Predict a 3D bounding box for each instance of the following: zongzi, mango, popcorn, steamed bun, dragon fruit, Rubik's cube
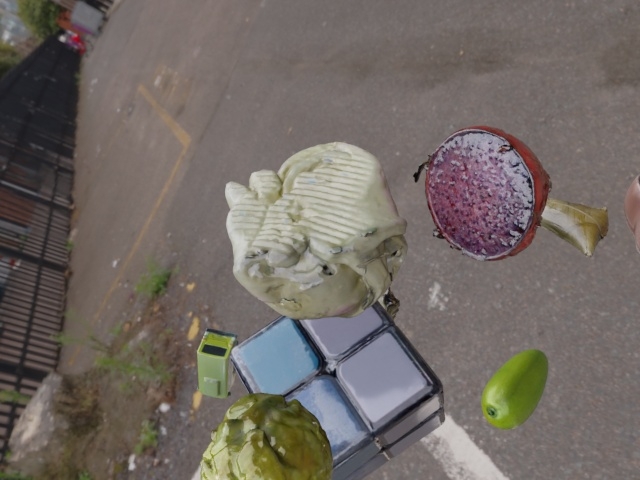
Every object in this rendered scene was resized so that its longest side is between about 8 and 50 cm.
[{"bbox_3d":[0.675,-0.032,1.635,0.195,0.099,0.197,16,43,28],"label":"zongzi"},{"bbox_3d":[0.681,0.504,2.052,0.343,0.192,0.156,-39,34,-27],"label":"mango"},{"bbox_3d":[-0.081,0.307,0.826,0.213,0.198,0.197,-6,63,41],"label":"popcorn"},{"bbox_3d":[0.000,0.000,0.962,0.268,0.207,0.280,-16,48,2],"label":"steamed bun"},{"bbox_3d":[0.294,-0.083,0.981,0.224,0.148,0.218,-30,78,54],"label":"dragon fruit"},{"bbox_3d":[0.048,0.308,1.250,0.318,0.313,0.316,-32,60,-5],"label":"Rubik's cube"}]

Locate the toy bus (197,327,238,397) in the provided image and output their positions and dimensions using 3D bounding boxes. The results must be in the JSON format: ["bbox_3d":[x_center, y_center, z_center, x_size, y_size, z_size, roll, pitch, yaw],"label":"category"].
[{"bbox_3d":[-0.258,0.311,1.488,0.101,0.088,0.175,-75,-6,-51],"label":"toy bus"}]

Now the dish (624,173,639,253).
[{"bbox_3d":[0.626,-0.017,1.067,0.090,0.213,0.213,122,154,-43],"label":"dish"}]

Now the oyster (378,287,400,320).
[{"bbox_3d":[0.124,0.156,1.556,0.092,0.259,0.198,-34,18,-36],"label":"oyster"}]
